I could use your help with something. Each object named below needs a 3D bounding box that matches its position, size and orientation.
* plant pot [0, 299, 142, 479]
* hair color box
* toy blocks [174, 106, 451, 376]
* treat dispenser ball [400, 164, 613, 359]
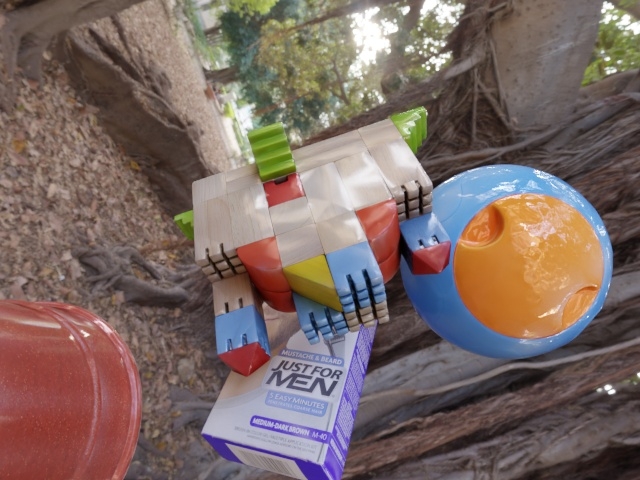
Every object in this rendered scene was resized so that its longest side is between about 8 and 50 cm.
[{"bbox_3d":[-0.327,0.148,0.308,0.265,0.272,0.273,92,-22,-67],"label":"plant pot"},{"bbox_3d":[-0.022,0.184,0.653,0.339,0.185,0.110,-67,150,-43],"label":"hair color box"},{"bbox_3d":[0.000,0.000,0.499,0.191,0.381,0.261,72,0,-50],"label":"toy blocks"},{"bbox_3d":[0.268,0.031,0.611,0.288,0.288,0.288,160,-90,-86],"label":"treat dispenser ball"}]
